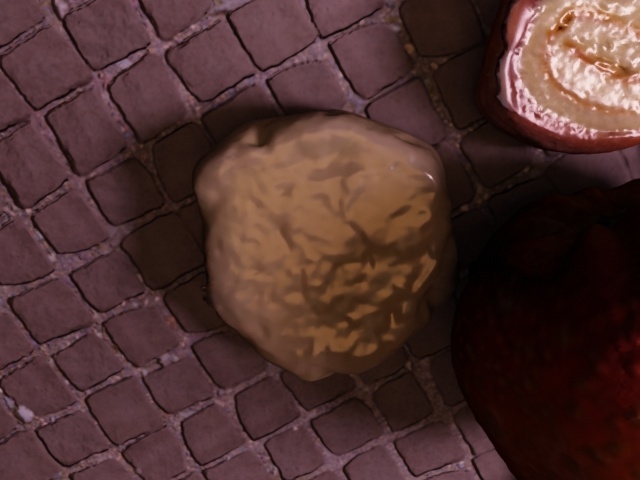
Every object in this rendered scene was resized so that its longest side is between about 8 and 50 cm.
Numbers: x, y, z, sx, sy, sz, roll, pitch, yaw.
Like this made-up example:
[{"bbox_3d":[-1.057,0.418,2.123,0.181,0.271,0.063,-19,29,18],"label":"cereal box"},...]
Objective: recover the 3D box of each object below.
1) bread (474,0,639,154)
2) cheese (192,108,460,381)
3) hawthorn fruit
[{"bbox_3d":[0.284,-0.182,0.712,0.244,0.123,0.190,17,108,-6],"label":"bread"},{"bbox_3d":[0.000,0.000,0.770,0.326,0.115,0.318,32,104,-9],"label":"cheese"},{"bbox_3d":[0.332,0.134,0.659,0.403,0.403,0.402,0,107,-1],"label":"hawthorn fruit"}]
